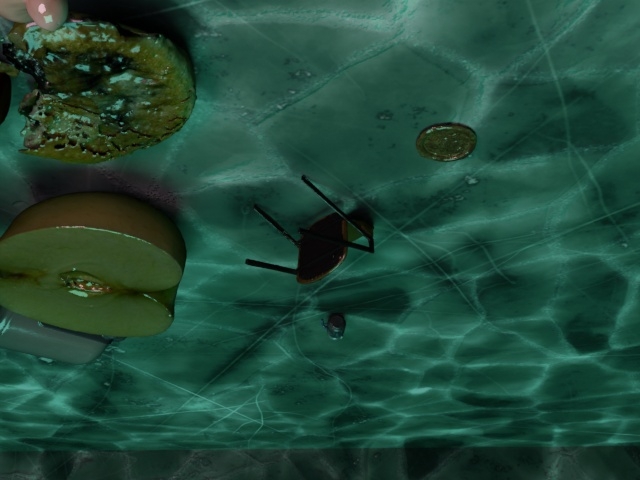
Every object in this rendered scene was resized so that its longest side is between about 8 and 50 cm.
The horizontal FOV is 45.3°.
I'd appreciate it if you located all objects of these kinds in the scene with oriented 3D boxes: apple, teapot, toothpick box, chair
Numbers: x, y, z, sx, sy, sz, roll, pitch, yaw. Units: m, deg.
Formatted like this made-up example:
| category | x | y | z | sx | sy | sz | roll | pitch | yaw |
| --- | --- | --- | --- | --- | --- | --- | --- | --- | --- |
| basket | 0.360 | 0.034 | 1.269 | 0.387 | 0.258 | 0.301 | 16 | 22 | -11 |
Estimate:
| category | x | y | z | sx | sy | sz | roll | pitch | yaw |
| --- | --- | --- | --- | --- | --- | --- | --- | --- | --- |
| apple | -0.453 | 0.057 | 1.508 | 0.360 | 0.320 | 0.311 | 11 | -174 | -11 |
| teapot | 0.034 | 0.232 | 2.036 | 0.063 | 0.049 | 0.083 | 2 | 150 | -4 |
| toothpick box | -0.603 | 0.172 | 1.763 | 0.316 | 0.229 | 0.229 | 24 | 142 | -37 |
| chair | 0.000 | 0.000 | 1.542 | 0.247 | 0.172 | 0.158 | 31 | 137 | -32 |

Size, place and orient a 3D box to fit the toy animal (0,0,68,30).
| category | x | y | z | sx | sy | sz | roll | pitch | yaw |
| --- | --- | --- | --- | --- | --- | --- | --- | --- | --- |
| toy animal | -0.369 | -0.371 | 0.853 | 0.221 | 0.210 | 0.229 | 22 | 180 | -41 |

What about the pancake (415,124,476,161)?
| category | x | y | z | sx | sy | sz | roll | pitch | yaw |
| --- | --- | --- | --- | --- | --- | --- | --- | --- | --- |
| pancake | 0.226 | -0.174 | 1.378 | 0.115 | 0.011 | 0.115 | 1 | 150 | 1 |

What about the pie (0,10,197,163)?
| category | x | y | z | sx | sy | sz | roll | pitch | yaw |
| --- | --- | --- | --- | --- | --- | --- | --- | --- | --- |
| pie | -0.340 | -0.227 | 1.183 | 0.296 | 0.078 | 0.371 | -6 | 157 | -14 |

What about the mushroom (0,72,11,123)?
| category | x | y | z | sx | sy | sz | roll | pitch | yaw |
| --- | --- | --- | --- | --- | --- | --- | --- | --- | --- |
| mushroom | -0.521 | -0.224 | 1.173 | 0.087 | 0.127 | 0.127 | 11 | 148 | -11 |
